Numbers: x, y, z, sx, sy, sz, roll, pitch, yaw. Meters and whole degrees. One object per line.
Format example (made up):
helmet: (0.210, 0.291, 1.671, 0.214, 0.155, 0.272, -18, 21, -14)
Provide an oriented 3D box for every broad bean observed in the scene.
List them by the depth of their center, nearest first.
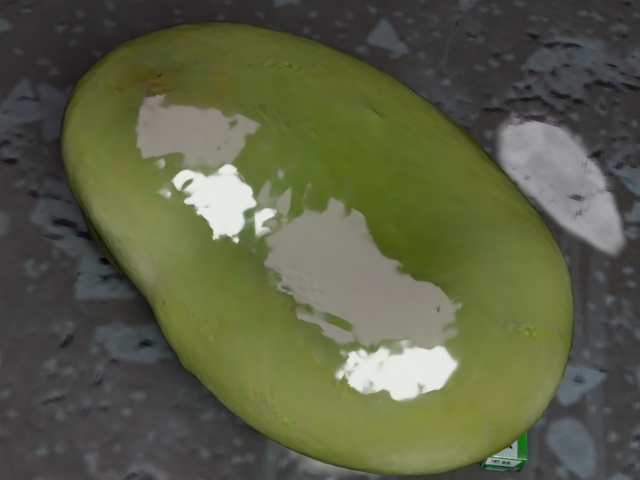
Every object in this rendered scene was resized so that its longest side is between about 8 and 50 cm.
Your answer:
broad bean: (0.000, 0.000, 0.621, 0.263, 0.121, 0.189, 40, 65, 5)

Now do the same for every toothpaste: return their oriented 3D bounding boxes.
toothpaste: (0.091, 0.073, 0.636, 0.020, 0.017, 0.083, 7, 57, -3)
